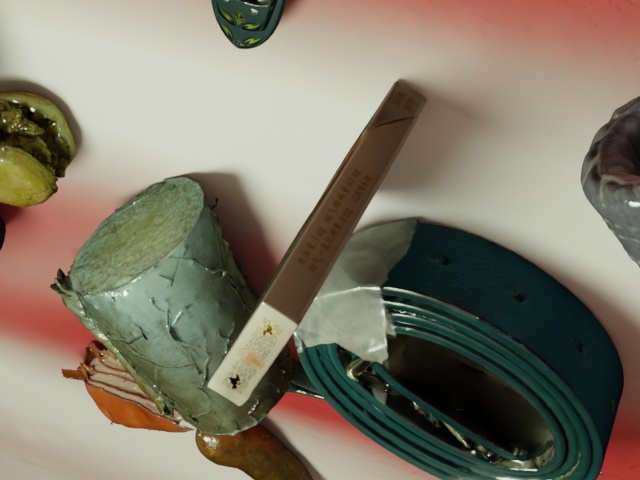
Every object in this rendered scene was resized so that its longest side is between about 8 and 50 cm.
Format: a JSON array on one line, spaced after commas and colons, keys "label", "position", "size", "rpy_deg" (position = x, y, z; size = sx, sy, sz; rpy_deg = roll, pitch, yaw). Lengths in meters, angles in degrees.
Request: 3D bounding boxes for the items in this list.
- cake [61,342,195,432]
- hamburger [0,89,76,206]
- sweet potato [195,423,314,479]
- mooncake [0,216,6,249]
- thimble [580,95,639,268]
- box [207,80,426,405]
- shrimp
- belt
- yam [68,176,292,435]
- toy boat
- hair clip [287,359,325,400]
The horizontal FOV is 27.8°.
[{"label": "cake", "position": [-0.288, 0.257, 2.144], "size": [0.287, 0.098, 0.135], "rpy_deg": [12, 137, 29]}, {"label": "hamburger", "position": [-0.424, -0.125, 1.793], "size": [0.159, 0.131, 0.185], "rpy_deg": [35, 145, -30]}, {"label": "sweet potato", "position": [-0.092, 0.363, 2.132], "size": [0.292, 0.097, 0.097], "rpy_deg": [36, 143, -29]}, {"label": "mooncake", "position": [-0.611, 0.028, 1.950], "size": [0.283, 0.283, 0.141], "rpy_deg": [-19, 116, 44]}, {"label": "thimble", "position": [0.393, -0.065, 1.278], "size": [0.236, 0.205, 0.172], "rpy_deg": [-35, 118, 18]}, {"label": "box", "position": [0.000, -0.001, 1.457], "size": [0.051, 0.365, 0.204], "rpy_deg": [32, 142, -1]}, {"label": "shrimp", "position": [-0.309, 0.169, 2.012], "size": [0.287, 0.068, 0.185], "rpy_deg": [57, 177, 11]}, {"label": "belt", "position": [0.181, 0.154, 1.667], "size": [0.436, 0.173, 0.300], "rpy_deg": [29, 133, -4]}, {"label": "yam", "position": [-0.189, 0.097, 1.812], "size": [0.241, 0.241, 0.348], "rpy_deg": [0, 135, 33]}, {"label": "toy boat", "position": [-0.074, -0.295, 1.402], "size": [0.093, 0.103, 0.246], "rpy_deg": [25, 144, 6]}, {"label": "hair clip", "position": [0.038, 0.224, 1.950], "size": [0.229, 0.039, 0.070], "rpy_deg": [11, 138, 16]}]
